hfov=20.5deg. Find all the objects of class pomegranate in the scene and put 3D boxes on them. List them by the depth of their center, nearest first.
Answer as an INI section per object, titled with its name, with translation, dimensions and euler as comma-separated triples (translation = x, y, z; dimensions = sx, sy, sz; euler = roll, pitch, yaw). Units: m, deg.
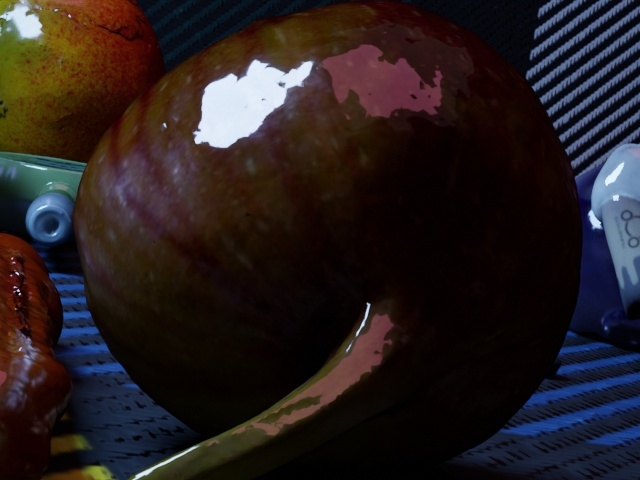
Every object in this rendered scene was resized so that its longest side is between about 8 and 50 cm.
[pomegranate]
translation = -0.246, -0.140, 1.508
dimensions = 0.235, 0.210, 0.210
euler = 11, 4, -29

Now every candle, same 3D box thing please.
[candle]
translation = -0.118, 0.034, 0.643
dimensions = 0.051, 0.048, 0.329
euler = -4, 8, -10

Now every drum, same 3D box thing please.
[drum]
translation = -0.152, -0.018, 1.142
dimensions = 0.130, 0.049, 0.253
euler = 8, 5, -23

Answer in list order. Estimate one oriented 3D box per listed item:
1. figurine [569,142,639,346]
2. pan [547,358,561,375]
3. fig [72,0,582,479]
[figurine]
translation = 0.200, 0.004, 1.179
dimensions = 0.145, 0.145, 0.222
euler = 10, -18, -2
[pan]
translation = 0.054, 0.039, 1.038
dimensions = 0.136, 0.028, 0.235
euler = 6, 7, -41
[fig]
translation = 0.011, 0.014, 0.580
dimensions = 0.175, 0.175, 0.207
euler = 9, 20, -15
